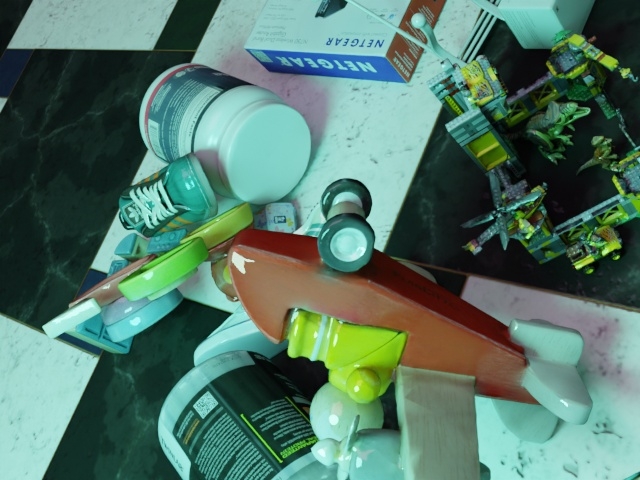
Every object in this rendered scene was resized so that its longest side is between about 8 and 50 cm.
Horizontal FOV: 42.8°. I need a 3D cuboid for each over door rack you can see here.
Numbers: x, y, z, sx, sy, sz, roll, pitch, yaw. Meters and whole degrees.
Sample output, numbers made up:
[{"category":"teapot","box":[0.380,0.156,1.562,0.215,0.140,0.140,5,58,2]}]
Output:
[{"category":"over door rack","box":[0.159,-0.419,1.236,0.324,0.108,0.239,29,79,9]}]

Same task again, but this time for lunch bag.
[{"category":"lunch bag","box":[-0.078,-0.020,1.322,0.083,0.053,0.071,-18,59,22]}]

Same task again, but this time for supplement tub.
[{"category":"supplement tub","box":[-0.165,-0.183,1.383,0.272,0.191,0.191,29,85,43]},{"category":"supplement tub","box":[-0.056,0.297,1.032,0.193,0.194,0.316,-52,46,1]}]

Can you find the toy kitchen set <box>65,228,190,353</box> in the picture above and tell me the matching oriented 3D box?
[{"category":"toy kitchen set","box":[-0.315,0.078,1.395,0.166,0.122,0.207,-4,64,35]}]

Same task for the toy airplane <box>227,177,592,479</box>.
[{"category":"toy airplane","box":[0.101,0.140,0.925,0.384,0.386,0.272,46,112,32]}]

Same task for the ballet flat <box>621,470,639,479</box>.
[{"category":"ballet flat","box":[0.352,0.255,0.838,0.206,0.073,0.067,-43,62,14]}]

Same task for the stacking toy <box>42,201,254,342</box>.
[{"category":"stacking toy","box":[-0.227,0.087,1.211,0.309,0.130,0.279,-27,9,17]}]

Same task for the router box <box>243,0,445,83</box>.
[{"category":"router box","box":[0.063,-0.433,1.427,0.336,0.082,0.301,14,75,41]}]

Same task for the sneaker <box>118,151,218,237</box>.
[{"category":"sneaker","box":[-0.252,-0.057,1.310,0.121,0.108,0.302,-26,2,-22]}]

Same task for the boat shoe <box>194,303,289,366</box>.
[{"category":"boat shoe","box":[-0.079,0.116,1.231,0.258,0.095,0.084,-27,47,9]}]

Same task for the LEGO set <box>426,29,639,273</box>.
[{"category":"LEGO set","box":[0.279,-0.139,1.025,0.255,0.192,0.331,-24,54,25]}]

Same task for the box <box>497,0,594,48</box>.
[{"category":"box","box":[0.326,-0.343,1.167,0.087,0.102,0.101,14,74,43]}]

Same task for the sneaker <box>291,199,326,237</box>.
[{"category":"sneaker","box":[0.000,0.000,1.257,0.161,0.057,0.075,-43,58,11]}]
